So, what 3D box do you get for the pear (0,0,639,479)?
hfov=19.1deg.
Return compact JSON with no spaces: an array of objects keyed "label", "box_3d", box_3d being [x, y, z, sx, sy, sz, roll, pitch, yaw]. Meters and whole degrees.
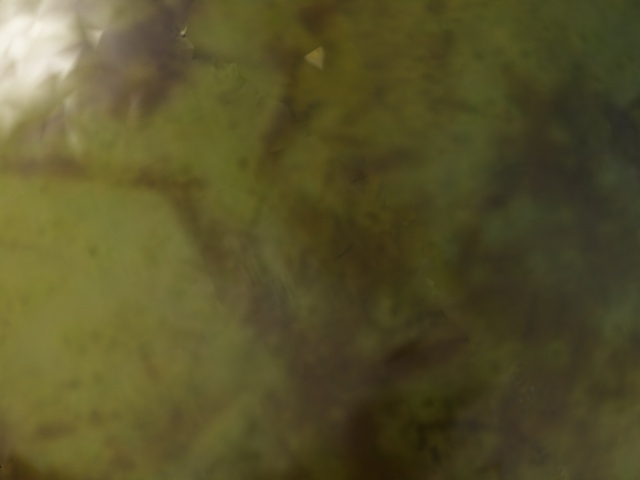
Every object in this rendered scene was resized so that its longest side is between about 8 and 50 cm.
[{"label":"pear","box_3d":[0.000,0.000,0.472,0.283,0.283,0.283,19,-6,2]}]
